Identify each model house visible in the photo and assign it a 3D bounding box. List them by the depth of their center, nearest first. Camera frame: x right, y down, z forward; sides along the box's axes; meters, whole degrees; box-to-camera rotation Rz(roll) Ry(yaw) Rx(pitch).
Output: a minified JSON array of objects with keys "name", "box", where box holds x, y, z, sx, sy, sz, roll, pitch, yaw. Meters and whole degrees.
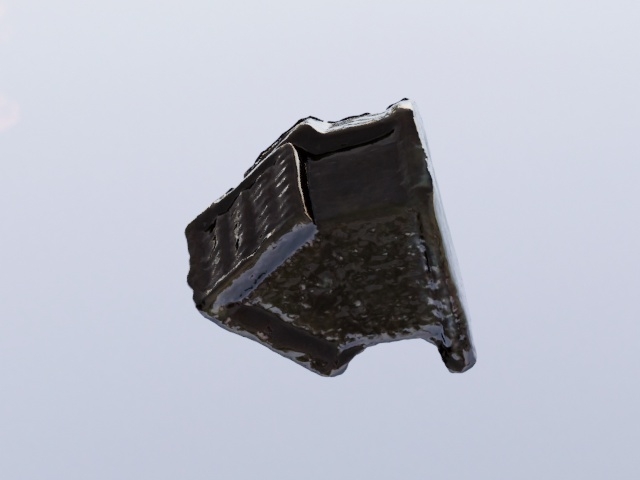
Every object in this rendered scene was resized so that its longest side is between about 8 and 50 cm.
[{"name":"model house","box":[0.000,-0.004,0.917,0.152,0.106,0.165,-10,-145,1]}]
